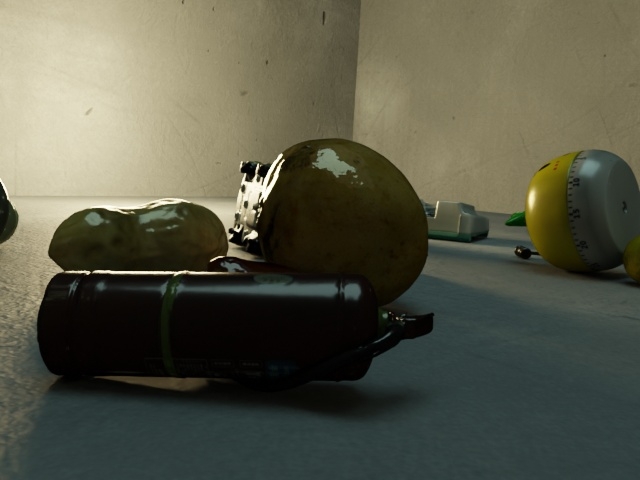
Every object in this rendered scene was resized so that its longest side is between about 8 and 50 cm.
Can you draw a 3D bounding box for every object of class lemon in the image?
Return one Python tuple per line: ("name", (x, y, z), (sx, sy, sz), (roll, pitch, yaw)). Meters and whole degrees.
("lemon", (0.650, 0.036, 1.382), (0.109, 0.109, 0.133), (8, 22, 34))

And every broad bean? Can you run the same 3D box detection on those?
("broad bean", (-0.068, 0.064, 0.850), (0.114, 0.084, 0.165), (41, 24, 31))

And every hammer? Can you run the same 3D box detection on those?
("hammer", (0.622, 0.040, 1.718), (0.292, 0.029, 0.058), (5, 9, -1))

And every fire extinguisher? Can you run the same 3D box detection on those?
("fire extinguisher", (-0.064, 0.077, 0.639), (0.341, 0.105, 0.141), (1, 8, 3))

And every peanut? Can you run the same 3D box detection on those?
("peanut", (-0.263, -0.001, 1.097), (0.147, 0.148, 0.318), (8, 5, 37))

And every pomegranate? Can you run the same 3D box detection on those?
("pomegranate", (0.025, -0.024, 1.007), (0.260, 0.261, 0.260), (3, 6, 0))

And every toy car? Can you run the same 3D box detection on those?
("toy car", (-0.100, -0.066, 1.555), (0.165, 0.198, 0.314), (12, 2, -21))

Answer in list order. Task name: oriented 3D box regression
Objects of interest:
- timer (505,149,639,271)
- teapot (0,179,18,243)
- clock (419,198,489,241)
("timer", (0.531, -0.057, 1.546), (0.285, 0.285, 0.285), (3, 6, 0))
("teapot", (-0.635, -0.051, 1.272), (0.183, 0.184, 0.251), (3, -4, -8))
("clock", (0.358, -0.068, 2.135), (0.262, 0.116, 0.231), (8, 7, 27))
